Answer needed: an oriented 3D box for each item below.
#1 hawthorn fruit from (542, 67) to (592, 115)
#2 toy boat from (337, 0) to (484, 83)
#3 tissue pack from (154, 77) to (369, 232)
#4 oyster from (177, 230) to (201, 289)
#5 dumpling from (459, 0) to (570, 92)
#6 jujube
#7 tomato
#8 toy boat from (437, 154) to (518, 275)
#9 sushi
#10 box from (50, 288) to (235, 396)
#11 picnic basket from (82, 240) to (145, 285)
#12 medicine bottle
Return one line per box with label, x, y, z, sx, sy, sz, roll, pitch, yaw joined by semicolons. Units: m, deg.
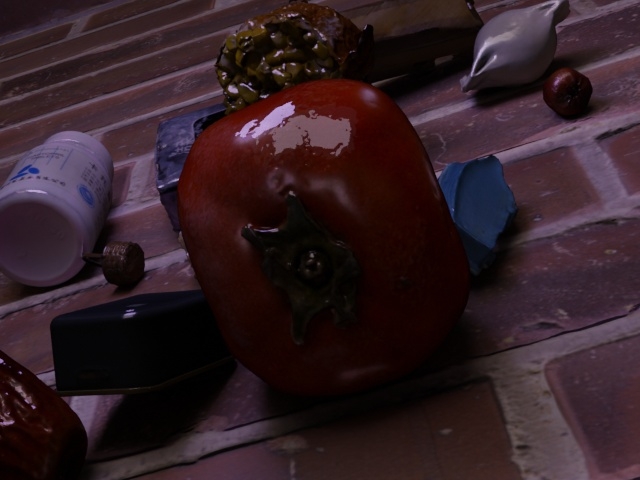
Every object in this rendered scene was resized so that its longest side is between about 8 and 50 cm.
hawthorn fruit;0.363;-0.220;1.677;0.077;0.077;0.077;-16;25;8
toy boat;0.091;-0.344;1.981;0.445;0.136;0.162;-16;-21;-19
tissue pack;-0.080;-0.150;1.794;0.361;0.122;0.259;-16;28;3
oyster;-0.070;0.006;1.477;0.396;0.111;0.204;35;89;45
dumpling;0.312;-0.304;1.842;0.228;0.124;0.151;-33;-11;-10
jujube;-0.374;0.200;1.229;0.255;0.190;0.190;14;36;18
tomato;0.000;0.000;1.201;0.293;0.325;0.290;-27;11;11
toy boat;0.176;-0.030;1.405;0.098;0.109;0.238;-45;9;33
sushi;-0.044;-0.272;1.719;0.296;0.167;0.179;13;29;26
box;-0.203;0.113;1.295;0.144;0.090;0.201;-5;3;28
picnic basket;-0.303;0.033;1.641;0.083;0.072;0.072;3;32;23
medicine bottle;-0.422;-0.061;1.800;0.170;0.170;0.293;-16;24;8
